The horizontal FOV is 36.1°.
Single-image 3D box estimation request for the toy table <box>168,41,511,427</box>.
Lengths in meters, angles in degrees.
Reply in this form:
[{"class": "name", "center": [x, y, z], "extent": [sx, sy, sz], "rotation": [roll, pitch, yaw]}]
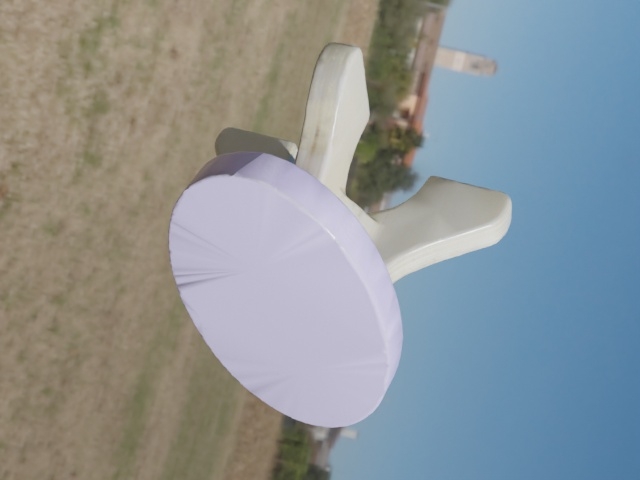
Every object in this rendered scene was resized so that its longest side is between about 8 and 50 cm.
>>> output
[{"class": "toy table", "center": [0.000, 0.000, 0.749], "extent": [0.274, 0.252, 0.161], "rotation": [96, 21, -53]}]
